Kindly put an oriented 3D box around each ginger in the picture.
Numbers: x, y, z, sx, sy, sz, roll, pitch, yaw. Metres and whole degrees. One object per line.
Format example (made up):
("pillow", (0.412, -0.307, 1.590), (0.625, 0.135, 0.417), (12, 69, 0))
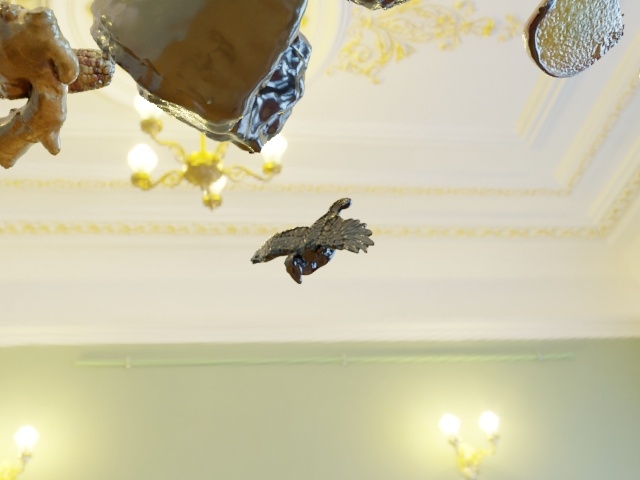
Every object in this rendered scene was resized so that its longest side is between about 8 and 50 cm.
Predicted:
("ginger", (-0.254, -0.141, 0.593), (0.176, 0.053, 0.193), (-11, -58, 21))

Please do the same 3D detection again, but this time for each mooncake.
("mooncake", (-0.139, -0.275, 1.249), (0.394, 0.393, 0.246), (31, -86, -47))

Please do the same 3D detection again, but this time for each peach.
("peach", (0.445, -0.387, 1.511), (0.279, 0.068, 0.189), (-1, -62, -43))

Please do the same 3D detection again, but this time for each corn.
("corn", (-0.540, -0.331, 1.667), (0.289, 0.098, 0.098), (-5, -34, 1))

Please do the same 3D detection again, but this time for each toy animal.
("toy animal", (0.000, 0.000, 0.906), (0.108, 0.062, 0.220), (-28, 12, -31))

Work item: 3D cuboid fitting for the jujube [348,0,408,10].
("jujube", (0.047, -0.503, 1.295), (0.258, 0.258, 0.376), (-28, -22, 28))
